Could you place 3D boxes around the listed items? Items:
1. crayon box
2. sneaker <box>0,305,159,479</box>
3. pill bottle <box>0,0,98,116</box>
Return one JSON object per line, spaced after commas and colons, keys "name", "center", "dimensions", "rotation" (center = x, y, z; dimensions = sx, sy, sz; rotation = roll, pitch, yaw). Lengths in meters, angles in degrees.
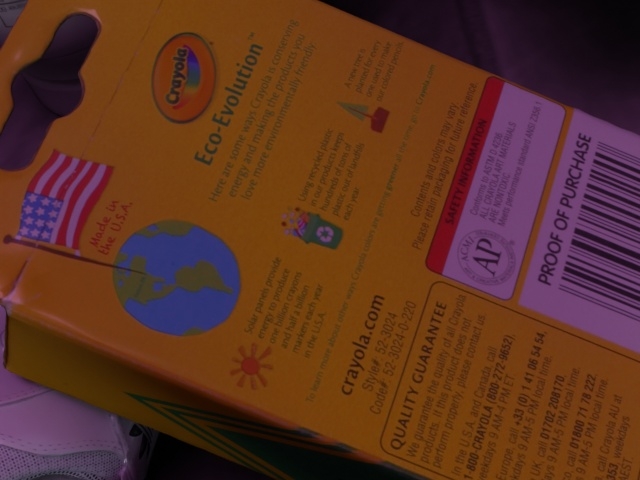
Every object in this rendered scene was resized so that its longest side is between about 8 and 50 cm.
{"name": "crayon box", "center": [0.000, 0.000, 0.559], "dimensions": [0.318, 0.081, 0.202], "rotation": [23, 62, -3]}
{"name": "sneaker", "center": [-0.237, 0.076, 0.618], "dimensions": [0.365, 0.137, 0.210], "rotation": [-3, 53, 10]}
{"name": "pill bottle", "center": [-0.165, -0.179, 0.715], "dimensions": [0.131, 0.229, 0.131], "rotation": [-8, 55, 11]}
